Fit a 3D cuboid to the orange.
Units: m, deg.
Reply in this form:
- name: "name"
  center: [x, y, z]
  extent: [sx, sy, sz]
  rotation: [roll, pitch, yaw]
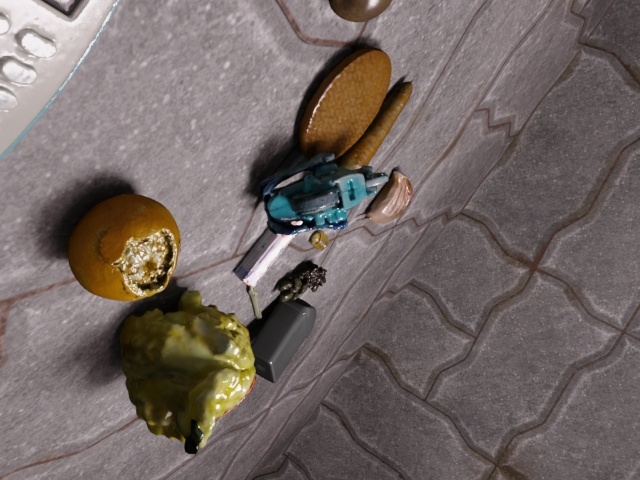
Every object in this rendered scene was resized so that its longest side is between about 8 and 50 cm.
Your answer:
- name: "orange"
  center: [-0.265, 0.013, 0.753]
  extent: [0.154, 0.134, 0.154]
  rotation: [-47, 168, -13]

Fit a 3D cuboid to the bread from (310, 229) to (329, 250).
- name: "bread"
  center: [0.000, 0.000, 1.473]
  extent: [0.049, 0.034, 0.088]
  rotation: [-55, 161, -6]

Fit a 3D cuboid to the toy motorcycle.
- name: "toy motorcycle"
  center: [-0.003, -0.093, 1.081]
  extent: [0.260, 0.206, 0.154]
  rotation: [-25, 105, -48]

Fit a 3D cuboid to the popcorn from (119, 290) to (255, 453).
- name: "popcorn"
  center: [-0.246, 0.230, 1.046]
  extent: [0.237, 0.293, 0.292]
  rotation: [-15, 141, -49]

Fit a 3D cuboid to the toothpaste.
- name: "toothpaste"
  center: [-0.113, 0.013, 1.212]
  extent: [0.196, 0.040, 0.047]
  rotation: [-51, 137, 3]

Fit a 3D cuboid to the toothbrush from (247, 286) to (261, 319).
- name: "toothbrush"
  center: [-0.166, 0.141, 1.373]
  extent: [0.028, 0.026, 0.294]
  rotation: [-57, 166, -30]

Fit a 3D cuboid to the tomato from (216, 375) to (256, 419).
- name: "tomato"
  center: [-0.243, 0.394, 1.436]
  extent: [0.155, 0.069, 0.155]
  rotation: [-43, 163, -17]

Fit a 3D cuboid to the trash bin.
- name: "trash bin"
  center: [-0.107, 0.272, 1.563]
  extent: [0.236, 0.101, 0.176]
  rotation: [-56, 163, -30]

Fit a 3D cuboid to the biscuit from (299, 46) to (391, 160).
- name: "biscuit"
  center: [0.048, -0.265, 1.079]
  extent: [0.262, 0.037, 0.262]
  rotation: [-43, 160, -20]

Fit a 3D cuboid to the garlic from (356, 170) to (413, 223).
- name: "garlic"
  center: [0.197, -0.115, 1.653]
  extent: [0.198, 0.090, 0.128]
  rotation: [-46, 147, 8]

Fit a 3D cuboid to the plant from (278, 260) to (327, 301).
- name: "plant"
  center: [-0.049, 0.114, 1.510]
  extent: [0.174, 0.085, 0.087]
  rotation: [-27, 178, -39]

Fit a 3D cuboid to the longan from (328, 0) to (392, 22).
- name: "longan"
  center: [0.059, -0.379, 0.812]
  extent: [0.113, 0.092, 0.113]
  rotation: [-24, 167, -6]

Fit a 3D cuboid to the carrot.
- name: "carrot"
  center: [0.136, -0.265, 1.239]
  extent: [0.298, 0.078, 0.078]
  rotation: [-53, 161, -6]

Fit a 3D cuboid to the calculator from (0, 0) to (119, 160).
- name: "calculator"
  center: [-0.309, -0.173, 0.430]
  extent: [0.386, 0.054, 0.256]
  rotation: [-52, 161, 9]
